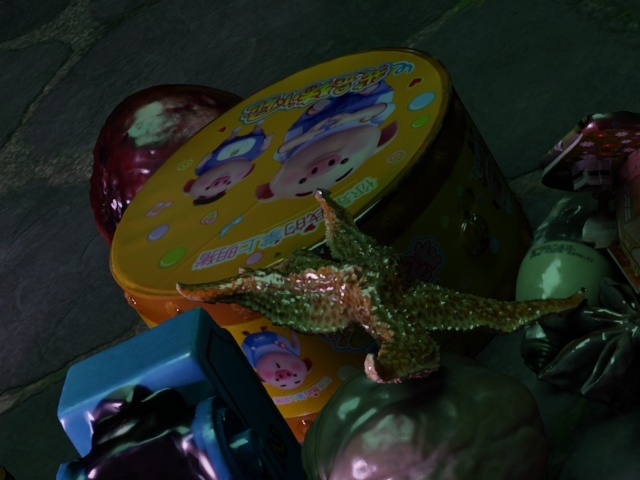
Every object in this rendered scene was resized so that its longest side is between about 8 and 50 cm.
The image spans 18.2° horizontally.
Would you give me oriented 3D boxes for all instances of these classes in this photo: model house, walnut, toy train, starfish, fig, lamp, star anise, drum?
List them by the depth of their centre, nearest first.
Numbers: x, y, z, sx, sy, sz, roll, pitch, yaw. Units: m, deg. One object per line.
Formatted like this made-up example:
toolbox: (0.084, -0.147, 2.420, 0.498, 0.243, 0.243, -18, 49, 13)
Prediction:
walnut: (0.095, 0.195, 1.740, 0.224, 0.224, 0.224, -24, 29, 15)
toy train: (-0.098, 0.237, 1.762, 0.188, 0.300, 0.265, -26, 22, 11)
star anise: (0.298, 0.104, 1.790, 0.209, 0.089, 0.231, -13, 33, 10)
starfish: (0.038, 0.033, 1.791, 0.293, 0.084, 0.301, 19, 30, 39)
model house: (0.361, -0.018, 1.832, 0.293, 0.154, 0.207, 0, -16, -11)
lamp: (0.245, 0.029, 1.946, 0.101, 0.101, 0.250, -11, 38, 33)
drum: (0.000, 0.000, 2.122, 0.431, 0.214, 0.431, -25, 29, 15)
fig: (-0.158, -0.083, 2.411, 0.263, 0.224, 0.224, -21, 30, 8)

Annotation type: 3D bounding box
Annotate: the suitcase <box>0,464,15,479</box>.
suitcase: (-0.440, 0.320, 2.123, 0.234, 0.143, 0.194, -17, 31, 25)
